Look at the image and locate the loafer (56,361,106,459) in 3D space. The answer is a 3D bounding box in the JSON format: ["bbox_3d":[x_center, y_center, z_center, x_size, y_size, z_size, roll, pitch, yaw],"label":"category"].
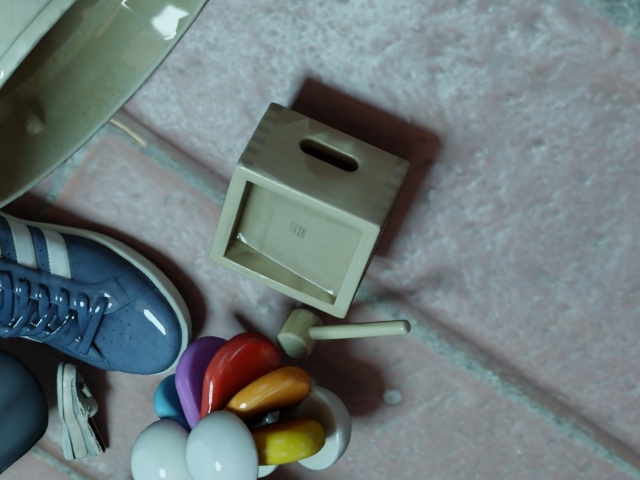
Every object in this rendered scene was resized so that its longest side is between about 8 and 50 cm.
[{"bbox_3d":[-0.220,0.156,1.757,0.039,0.045,0.125,1,137,-2],"label":"loafer"}]

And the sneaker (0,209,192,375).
[{"bbox_3d":[-0.287,0.044,1.671,0.350,0.148,0.131,24,118,3],"label":"sneaker"}]

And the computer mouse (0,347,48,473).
[{"bbox_3d":[-0.341,0.193,1.756,0.188,0.072,0.272,41,135,-2],"label":"computer mouse"}]

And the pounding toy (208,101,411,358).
[{"bbox_3d":[0.007,0.007,1.614,0.181,0.094,0.206,24,140,3],"label":"pounding toy"}]

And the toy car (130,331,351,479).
[{"bbox_3d":[-0.077,0.148,1.654,0.182,0.159,0.136,-14,90,46],"label":"toy car"}]

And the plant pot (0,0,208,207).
[{"bbox_3d":[-0.282,-0.235,1.471,0.305,0.334,0.334,42,118,6],"label":"plant pot"}]
